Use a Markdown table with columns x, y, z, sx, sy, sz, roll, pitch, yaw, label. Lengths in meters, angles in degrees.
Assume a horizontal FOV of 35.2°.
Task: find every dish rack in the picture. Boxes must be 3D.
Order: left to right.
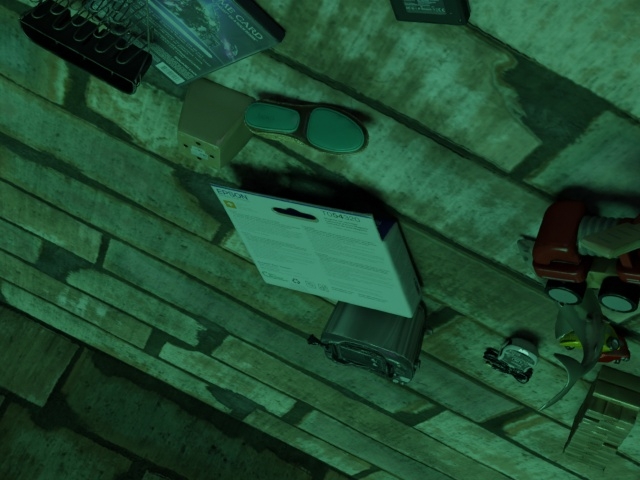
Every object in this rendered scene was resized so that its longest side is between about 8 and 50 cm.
| x | y | z | sx | sy | sz | roll | pitch | yaw | label |
| --- | --- | --- | --- | --- | --- | --- | --- | --- | --- |
| -0.326 | -0.347 | 1.397 | 0.208 | 0.074 | 0.271 | 28 | 150 | 8 | dish rack |

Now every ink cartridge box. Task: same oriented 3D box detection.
| x | y | z | sx | sy | sz | roll | pitch | yaw | label |
| --- | --- | --- | --- | --- | --- | --- | --- | --- | --- |
| 0.000 | 0.000 | 1.827 | 0.324 | 0.071 | 0.330 | 13 | 149 | 26 | ink cartridge box |

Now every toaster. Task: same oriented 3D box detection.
| x | y | z | sx | sy | sz | roll | pitch | yaw | label |
| --- | --- | --- | --- | --- | --- | --- | --- | --- | --- |
| 0.102 | 0.176 | 1.979 | 0.227 | 0.146 | 0.129 | 15 | 152 | 19 | toaster |

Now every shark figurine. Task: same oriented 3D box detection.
| x | y | z | sx | sy | sz | roll | pitch | yaw | label |
| --- | --- | --- | --- | --- | --- | --- | --- | --- | --- |
| 0.383 | 0.136 | 1.549 | 0.166 | 0.278 | 0.116 | 12 | 138 | -17 | shark figurine |

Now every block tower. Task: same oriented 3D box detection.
| x | y | z | sx | sy | sz | roll | pitch | yaw | label |
| --- | --- | --- | --- | --- | --- | --- | --- | --- | --- |
| 0.555 | 0.359 | 1.994 | 0.097 | 0.091 | 0.335 | 19 | 154 | 15 | block tower |

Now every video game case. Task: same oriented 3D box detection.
| x | y | z | sx | sy | sz | roll | pitch | yaw | label |
| --- | --- | --- | --- | --- | --- | --- | --- | --- | --- |
| -0.201 | -0.317 | 1.444 | 0.196 | 0.026 | 0.274 | 40 | 150 | -28 | video game case |

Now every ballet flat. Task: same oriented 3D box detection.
| x | y | z | sx | sy | sz | roll | pitch | yaw | label |
| --- | --- | --- | --- | --- | --- | --- | --- | --- | --- |
| -0.015 | -0.172 | 1.528 | 0.206 | 0.073 | 0.067 | 18 | -178 | 20 | ballet flat |

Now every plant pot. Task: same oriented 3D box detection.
| x | y | z | sx | sy | sz | roll | pitch | yaw | label |
| --- | --- | --- | --- | --- | --- | --- | --- | --- | --- |
| -0.173 | -0.178 | 1.601 | 0.109 | 0.096 | 0.109 | 22 | 154 | 6 | plant pot |

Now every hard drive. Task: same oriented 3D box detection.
| x | y | z | sx | sy | sz | roll | pitch | yaw | label |
| --- | --- | --- | --- | --- | --- | --- | --- | --- | --- |
| 0.116 | -0.308 | 1.175 | 0.094 | 0.022 | 0.135 | 11 | 152 | 27 | hard drive |

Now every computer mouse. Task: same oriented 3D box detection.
| x | y | z | sx | sy | sz | roll | pitch | yaw | label |
| --- | --- | --- | --- | --- | --- | --- | --- | --- | --- |
| 0.381 | 0.223 | 1.948 | 0.106 | 0.042 | 0.193 | 28 | 161 | 5 | computer mouse |

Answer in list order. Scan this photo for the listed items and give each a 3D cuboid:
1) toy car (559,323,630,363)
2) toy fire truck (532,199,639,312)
| x | y | z | sx | sy | sz | roll | pitch | yaw | label |
| --- | --- | --- | --- | --- | --- | --- | --- | --- | --- |
| 0.525 | 0.164 | 1.656 | 0.225 | 0.053 | 0.239 | -3 | 165 | 27 | toy car |
| 0.384 | 0.008 | 1.371 | 0.217 | 0.158 | 0.246 | 8 | 153 | 33 | toy fire truck |
